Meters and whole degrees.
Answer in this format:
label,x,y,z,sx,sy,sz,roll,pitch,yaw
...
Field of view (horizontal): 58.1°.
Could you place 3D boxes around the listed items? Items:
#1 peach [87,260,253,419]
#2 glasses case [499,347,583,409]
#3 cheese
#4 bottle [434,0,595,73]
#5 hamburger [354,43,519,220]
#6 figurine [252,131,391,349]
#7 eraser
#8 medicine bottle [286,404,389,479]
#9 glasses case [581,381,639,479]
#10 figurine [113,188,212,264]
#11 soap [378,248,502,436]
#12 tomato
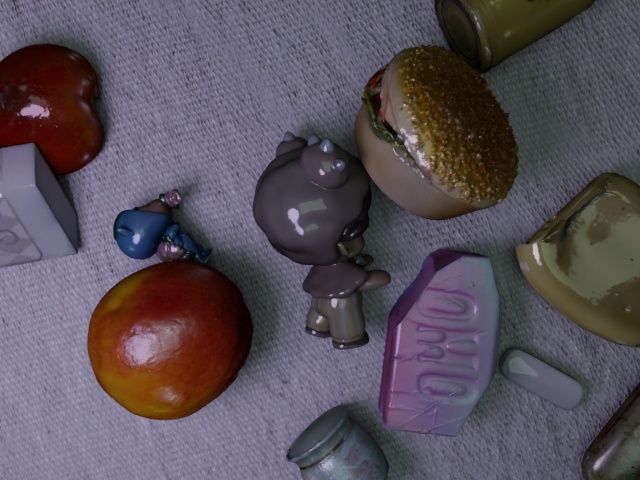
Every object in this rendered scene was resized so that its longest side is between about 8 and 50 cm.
label,x,y,z,sx,sy,sz,roll,pitch,yaw
peach,-0.249,0.170,0.985,0.280,0.238,0.281,0,81,-1
glasses case,0.415,0.260,1.082,0.164,0.041,0.063,28,92,-1
cheese,0.535,0.052,1.033,0.316,0.128,0.259,45,100,4
bottle,0.384,-0.442,0.981,0.351,0.171,0.172,-30,93,0
hamburger,0.196,-0.174,0.938,0.302,0.170,0.302,17,55,-26
figurine,0.000,0.001,0.998,0.203,0.248,0.381,-16,108,-13
eraser,-0.659,-0.037,1.023,0.396,0.082,0.213,-9,133,0
medicine bottle,0.030,0.395,1.041,0.147,0.147,0.143,-39,90,3
glasses case,0.654,0.316,1.056,0.156,0.098,0.425,37,93,3
figurine,-0.277,-0.020,1.046,0.178,0.114,0.145,25,86,-13
soap,0.220,0.179,1.047,0.192,0.109,0.324,7,93,0
tomato,-0.501,-0.232,1.011,0.200,0.139,0.233,-10,94,7
